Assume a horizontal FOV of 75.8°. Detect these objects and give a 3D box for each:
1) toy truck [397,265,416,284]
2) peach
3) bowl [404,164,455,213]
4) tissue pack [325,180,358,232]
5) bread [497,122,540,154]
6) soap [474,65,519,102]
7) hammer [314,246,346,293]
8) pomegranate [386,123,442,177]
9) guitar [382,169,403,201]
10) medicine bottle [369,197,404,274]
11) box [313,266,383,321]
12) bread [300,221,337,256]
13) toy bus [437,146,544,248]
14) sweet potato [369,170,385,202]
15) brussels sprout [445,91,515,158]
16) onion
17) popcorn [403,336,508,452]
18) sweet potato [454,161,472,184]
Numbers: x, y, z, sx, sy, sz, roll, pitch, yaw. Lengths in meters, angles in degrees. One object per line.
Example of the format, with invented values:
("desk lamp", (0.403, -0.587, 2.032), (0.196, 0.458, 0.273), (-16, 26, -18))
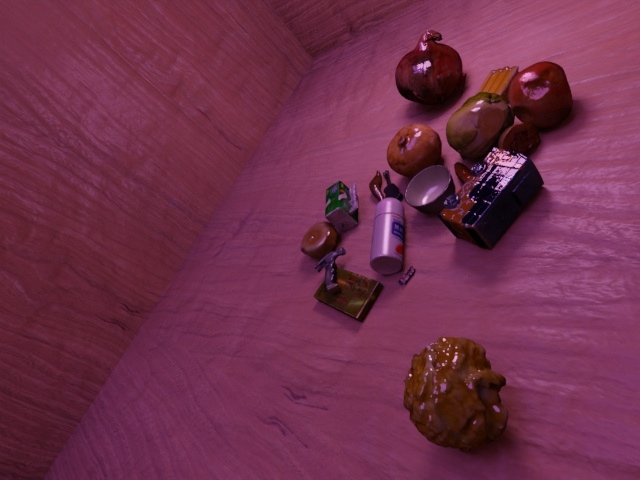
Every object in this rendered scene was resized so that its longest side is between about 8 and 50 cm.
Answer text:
("toy truck", (0.327, 0.134, 1.564), (0.083, 0.024, 0.032), (-51, 10, -6))
("peach", (0.818, -0.526, 1.516), (0.214, 0.214, 0.236), (-33, 70, 22))
("bowl", (0.455, -0.190, 1.664), (0.211, 0.112, 0.212), (-30, 37, 25))
("tissue pack", (0.124, -0.179, 2.009), (0.156, 0.148, 0.209), (-30, 37, 29))
("bread", (0.725, -0.365, 1.521), (0.156, 0.125, 0.086), (-50, 15, 5))
("soap", (0.766, -0.651, 1.806), (0.232, 0.073, 0.140), (-57, 32, -11))
("hammer", (0.046, 0.140, 1.794), (0.158, 0.041, 0.227), (-33, 34, 22))
("pomegranate", (0.412, -0.395, 1.818), (0.248, 0.248, 0.248), (-30, 37, 26))
("guitar", (0.328, -0.262, 1.956), (0.083, 0.038, 0.271), (-32, 36, 22))
("medicine bottle", (0.280, -0.033, 1.694), (0.130, 0.130, 0.341), (-22, 41, 35))
("box", (0.109, 0.214, 1.721), (0.311, 0.043, 0.173), (17, 69, 55))
("bread", (0.000, 0.000, 2.012), (0.213, 0.104, 0.214), (-36, 34, 29))
("toy bus", (0.589, -0.147, 1.422), (0.324, 0.161, 0.194), (-50, 33, 1))
("sweet potato", (0.271, -0.245, 1.987), (0.069, 0.060, 0.250), (-1, 46, 2))
("brussels sprout", (0.632, -0.457, 1.637), (0.260, 0.227, 0.294), (-52, 2, 12))
("onion", (0.553, -0.830, 2.065), (0.353, 0.353, 0.354), (-30, 37, 26))
("popcorn", (0.346, 0.386, 1.062), (0.282, 0.246, 0.283), (-165, 90, -87))
("sweet potato", (0.577, -0.250, 1.627), (0.057, 0.057, 0.265), (-35, 28, 20))
